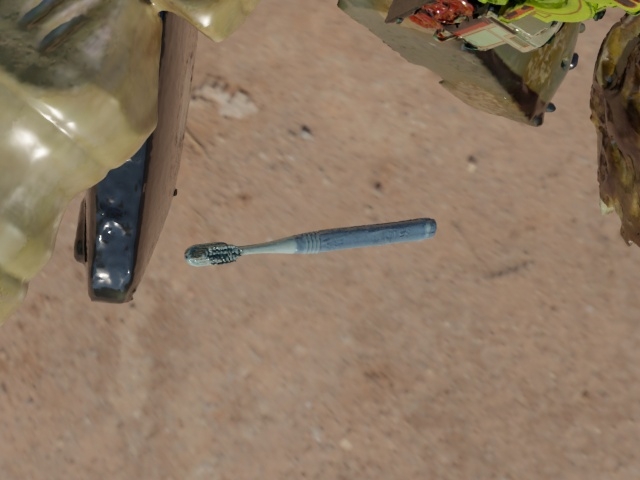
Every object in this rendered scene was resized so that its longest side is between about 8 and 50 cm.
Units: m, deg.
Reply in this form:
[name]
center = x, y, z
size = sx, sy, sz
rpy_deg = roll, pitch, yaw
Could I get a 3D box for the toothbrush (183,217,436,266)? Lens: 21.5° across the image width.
[toothbrush]
center = 0.000, 0.000, 1.085
size = 0.219, 0.019, 0.016
rpy_deg = -6, 92, -45

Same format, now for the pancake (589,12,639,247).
[pancake]
center = 0.227, -0.078, 0.967
size = 0.056, 0.257, 0.212
rpy_deg = -20, 111, -25

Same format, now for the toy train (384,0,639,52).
[toy train]
center = 0.108, -0.138, 0.900
size = 0.085, 0.250, 0.053
rpy_deg = 29, 81, -14

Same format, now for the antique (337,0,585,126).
[antique]
center = 0.140, -0.202, 1.488
size = 0.284, 0.150, 0.125
rpy_deg = 32, 82, -52

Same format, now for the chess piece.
[chess piece]
center = -0.155, -0.103, 1.016
size = 0.137, 0.137, 0.301
rpy_deg = 39, 86, -26

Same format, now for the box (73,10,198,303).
[box]
center = -0.177, -0.144, 1.655
size = 0.091, 0.350, 0.359
rpy_deg = 6, 104, -1
